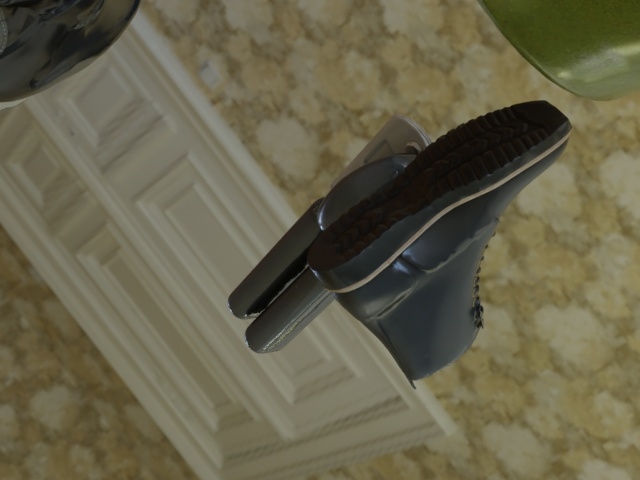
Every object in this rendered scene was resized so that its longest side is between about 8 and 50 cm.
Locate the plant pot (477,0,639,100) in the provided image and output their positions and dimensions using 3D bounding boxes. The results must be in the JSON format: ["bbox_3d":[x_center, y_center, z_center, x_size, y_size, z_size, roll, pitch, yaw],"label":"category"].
[{"bbox_3d":[0.238,-0.231,0.498,0.353,0.366,0.366,-21,-166,38],"label":"plant pot"}]

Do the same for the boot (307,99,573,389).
[{"bbox_3d":[0.105,0.004,0.777,0.198,0.137,0.077,-32,-150,6],"label":"boot"}]

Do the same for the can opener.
[{"bbox_3d":[0.000,0.000,0.910,0.093,0.074,0.280,-7,151,-39],"label":"can opener"}]

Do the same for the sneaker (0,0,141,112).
[{"bbox_3d":[-0.090,-0.096,0.323,0.124,0.107,0.283,-6,-176,14],"label":"sneaker"}]
